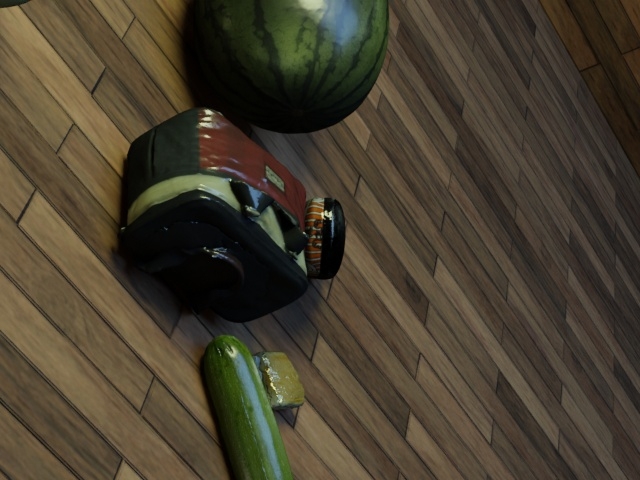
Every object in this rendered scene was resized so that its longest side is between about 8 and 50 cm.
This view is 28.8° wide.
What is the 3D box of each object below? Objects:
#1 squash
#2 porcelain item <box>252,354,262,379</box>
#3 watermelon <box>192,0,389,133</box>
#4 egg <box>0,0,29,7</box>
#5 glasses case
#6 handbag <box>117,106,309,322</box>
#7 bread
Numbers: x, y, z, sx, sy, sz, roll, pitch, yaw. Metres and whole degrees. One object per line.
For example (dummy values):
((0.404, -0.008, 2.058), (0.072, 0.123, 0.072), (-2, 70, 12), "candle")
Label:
((-0.086, 0.230, 1.523), (0.069, 0.069, 0.238), (-8, 79, -61), "squash")
((-0.085, 0.190, 1.590), (0.036, 0.028, 0.083), (19, 57, -58), "porcelain item")
((-0.040, -0.318, 1.735), (0.279, 0.279, 0.359), (42, 38, -41), "watermelon")
((-0.374, -0.365, 1.265), (0.282, 0.203, 0.203), (49, 34, -24), "egg")
((0.000, 0.000, 1.715), (0.266, 0.067, 0.103), (94, -2, -85), "glasses case")
((-0.117, -0.024, 1.519), (0.254, 0.181, 0.181), (41, 33, -43), "handbag")
((-0.058, 0.184, 1.638), (0.070, 0.035, 0.083), (2, 64, -61), "bread")
